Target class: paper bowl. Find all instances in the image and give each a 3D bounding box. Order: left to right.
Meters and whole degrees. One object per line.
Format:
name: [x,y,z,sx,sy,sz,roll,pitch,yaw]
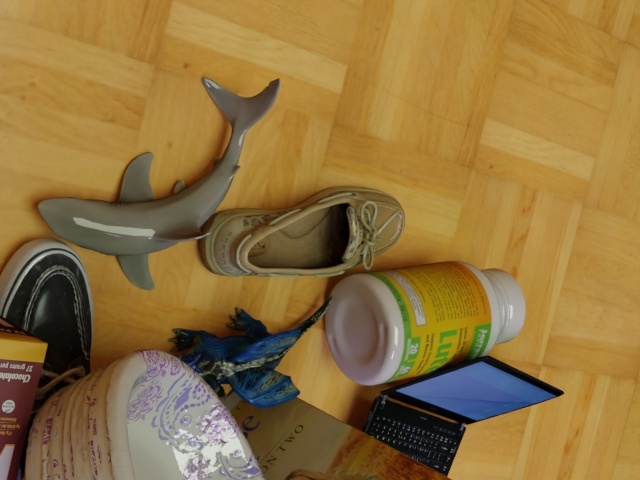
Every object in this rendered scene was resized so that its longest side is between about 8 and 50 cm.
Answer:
paper bowl: [-0.157,0.253,0.945,0.148,0.284,0.284,-27,123,12]

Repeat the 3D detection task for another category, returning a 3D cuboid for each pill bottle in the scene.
pill bottle: [0.140,0.097,1.341,0.246,0.136,0.136,-6,104,-37]

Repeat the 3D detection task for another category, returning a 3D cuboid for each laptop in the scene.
laptop: [0.169,0.276,1.380,0.234,0.136,0.264,28,83,-49]

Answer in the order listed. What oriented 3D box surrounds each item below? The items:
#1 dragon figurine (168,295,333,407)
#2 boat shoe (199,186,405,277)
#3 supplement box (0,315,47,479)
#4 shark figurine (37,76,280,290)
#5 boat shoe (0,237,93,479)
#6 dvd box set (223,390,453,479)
dragon figurine: [-0.072,0.134,1.182,0.289,0.144,0.085,-9,106,-36]
boat shoe: [0.000,0.000,1.242,0.285,0.089,0.104,-13,107,-36]
supplement box: [-0.357,0.152,0.934,0.129,0.194,0.191,12,93,-39]
shark figurine: [-0.135,-0.044,1.117,0.278,0.116,0.166,-39,122,-23]
boat shoe: [-0.272,0.152,1.058,0.108,0.102,0.301,6,96,-38]
dvd box set: [-0.037,0.321,1.074,0.307,0.420,0.062,-46,127,-20]
